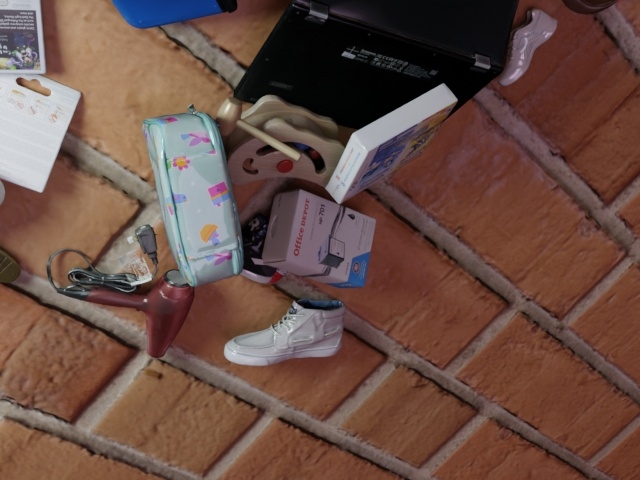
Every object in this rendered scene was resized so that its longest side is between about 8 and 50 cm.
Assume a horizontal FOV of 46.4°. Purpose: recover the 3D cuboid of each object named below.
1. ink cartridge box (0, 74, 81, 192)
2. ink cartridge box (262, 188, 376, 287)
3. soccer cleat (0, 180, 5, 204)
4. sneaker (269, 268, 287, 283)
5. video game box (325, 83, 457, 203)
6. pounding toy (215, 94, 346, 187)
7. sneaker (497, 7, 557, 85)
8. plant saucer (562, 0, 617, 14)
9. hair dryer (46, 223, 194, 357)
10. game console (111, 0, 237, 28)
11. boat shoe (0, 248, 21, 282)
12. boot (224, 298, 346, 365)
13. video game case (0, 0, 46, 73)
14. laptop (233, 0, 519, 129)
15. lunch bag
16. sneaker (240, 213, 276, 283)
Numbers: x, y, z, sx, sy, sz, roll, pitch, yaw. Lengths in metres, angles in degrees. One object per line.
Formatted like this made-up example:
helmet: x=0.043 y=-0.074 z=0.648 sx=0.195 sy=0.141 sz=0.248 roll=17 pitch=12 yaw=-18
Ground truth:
ink cartridge box: x=-0.487 y=-0.184 z=1.199 sx=0.145 sy=0.045 sz=0.179 roll=21 pitch=93 yaw=-28
ink cartridge box: x=0.000 y=0.000 z=1.397 sx=0.191 sy=0.082 sz=0.139 roll=20 pitch=75 yaw=-37
soccer cleat: x=-0.649 y=-0.012 z=1.149 sx=0.331 sy=0.143 sz=0.116 roll=-16 pitch=140 yaw=-1
sneaker: x=-0.061 y=0.050 z=1.461 sx=0.042 sy=0.067 sz=0.118 roll=31 pitch=106 yaw=-31
video game box: x=0.118 y=-0.162 z=1.279 sx=0.205 sy=0.048 sz=0.187 roll=-32 pitch=169 yaw=-24
pounding toy: x=-0.077 y=-0.138 z=1.275 sx=0.269 sy=0.155 sz=0.154 roll=16 pitch=131 yaw=-33
sneaker: x=0.368 y=-0.357 z=1.380 sx=0.061 sy=0.054 sz=0.152 roll=29 pitch=101 yaw=-21
plant saucer: x=0.511 y=-0.493 z=1.357 sx=0.168 sy=0.029 sz=0.168 roll=-9 pitch=123 yaw=-14
hair dryer: x=-0.350 y=0.103 z=1.407 sx=0.223 sy=0.080 sz=0.293 roll=-18 pitch=120 yaw=11
game console: x=-0.206 y=-0.467 z=1.036 sx=0.250 sy=0.173 sz=0.293 roll=-8 pitch=154 yaw=11
boat shoe: x=-0.585 y=0.021 z=1.280 sx=0.153 sy=0.048 sz=0.056 roll=33 pitch=100 yaw=-39
boot: x=-0.070 y=0.177 z=1.532 sx=0.258 sy=0.095 sz=0.123 roll=-4 pitch=115 yaw=-27
video game case: x=-0.509 y=-0.332 z=1.096 sx=0.190 sy=0.022 sz=0.173 roll=-4 pitch=117 yaw=-18
laptop: x=0.104 y=-0.390 z=1.240 sx=0.382 sy=0.236 sz=0.408 roll=10 pitch=153 yaw=-24
lunch bag: x=-0.208 y=-0.079 z=1.219 sx=0.108 sy=0.224 sz=0.279 roll=-13 pitch=104 yaw=-15
sneaker: x=-0.160 y=-0.006 z=1.394 sx=0.217 sy=0.079 sz=0.121 roll=21 pitch=107 yaw=-35
